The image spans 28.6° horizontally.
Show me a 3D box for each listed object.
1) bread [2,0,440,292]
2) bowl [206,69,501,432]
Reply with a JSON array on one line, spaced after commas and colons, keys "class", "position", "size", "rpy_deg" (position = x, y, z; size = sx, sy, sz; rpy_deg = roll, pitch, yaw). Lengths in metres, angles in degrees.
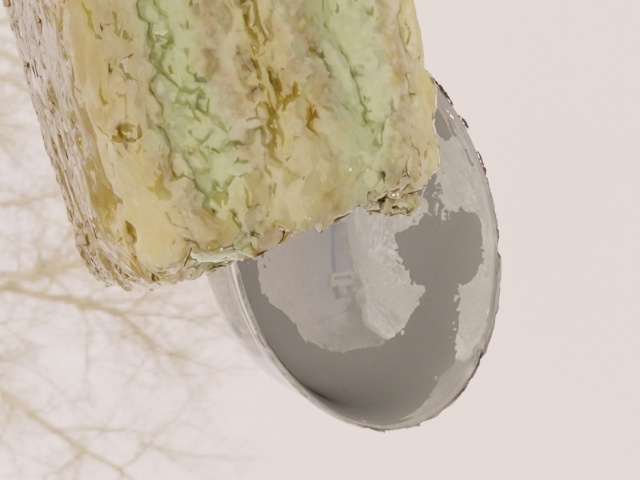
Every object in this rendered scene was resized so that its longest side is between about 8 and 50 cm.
[{"class": "bread", "position": [-0.045, -0.058, 0.418], "size": [0.196, 0.102, 0.138], "rpy_deg": [-179, -105, -70]}, {"class": "bowl", "position": [0.000, 0.000, 0.620], "size": [0.086, 0.189, 0.189], "rpy_deg": [-10, -99, 44]}]
